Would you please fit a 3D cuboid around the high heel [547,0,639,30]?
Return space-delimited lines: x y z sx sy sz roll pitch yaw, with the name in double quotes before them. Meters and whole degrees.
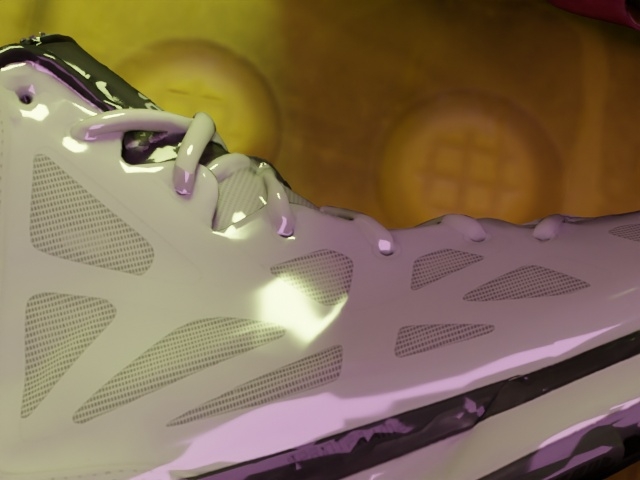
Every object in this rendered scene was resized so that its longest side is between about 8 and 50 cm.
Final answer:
"high heel" 0.178 -0.077 0.712 0.244 0.082 0.117 6 79 40

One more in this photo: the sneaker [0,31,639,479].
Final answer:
"sneaker" 0.000 0.000 0.677 0.447 0.169 0.257 -23 77 -8
